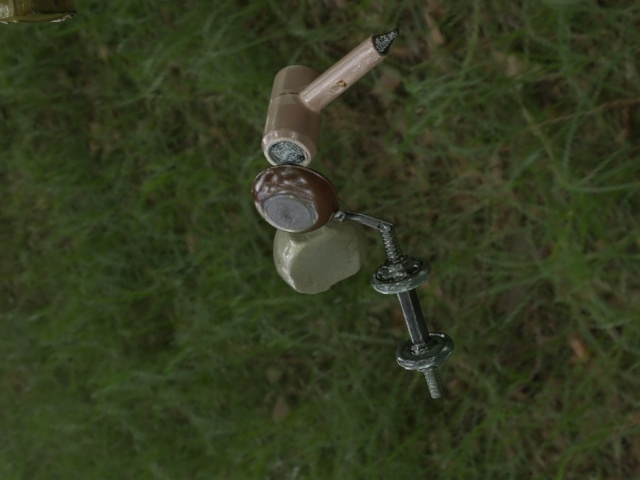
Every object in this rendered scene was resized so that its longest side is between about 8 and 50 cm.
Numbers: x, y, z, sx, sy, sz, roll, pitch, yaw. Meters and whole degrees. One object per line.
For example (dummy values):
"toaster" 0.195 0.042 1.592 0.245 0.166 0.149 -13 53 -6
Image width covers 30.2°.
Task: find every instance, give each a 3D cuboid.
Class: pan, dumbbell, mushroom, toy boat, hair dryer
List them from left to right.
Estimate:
"toy boat" -0.408 -0.331 1.645 0.088 0.226 0.068 -4 104 13
"mushroom" 0.000 0.000 1.664 0.350 0.128 0.128 -80 -34 -84
"pan" 0.001 -0.021 0.912 0.115 0.023 0.068 18 139 -9
"hair dryer" 0.023 -0.279 2.140 0.106 0.189 0.344 30 138 -24
"dumbbell" 0.118 0.093 1.529 0.081 0.081 0.254 12 126 53
